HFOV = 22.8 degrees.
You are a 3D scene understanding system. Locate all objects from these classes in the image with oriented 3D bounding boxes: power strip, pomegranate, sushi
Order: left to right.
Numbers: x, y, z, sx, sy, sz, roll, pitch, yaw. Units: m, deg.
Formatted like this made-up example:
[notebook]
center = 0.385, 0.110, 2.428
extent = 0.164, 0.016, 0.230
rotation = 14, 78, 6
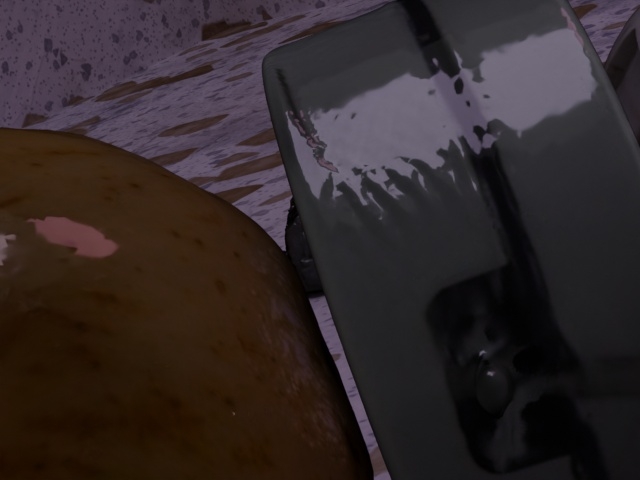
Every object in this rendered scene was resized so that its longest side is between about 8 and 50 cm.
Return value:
[pomegranate]
center = -0.172, 0.111, 0.744
extent = 0.410, 0.410, 0.410
rotation = -18, 15, 5
[sushi]
center = 0.001, -0.001, 1.560
extent = 0.098, 0.094, 0.084
rotation = -13, 18, 3
[power strip]
center = 0.097, 0.030, 0.843
extent = 0.161, 0.357, 0.357
rotation = -19, 15, 3

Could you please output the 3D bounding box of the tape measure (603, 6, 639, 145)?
[tape measure]
center = 0.342, -0.088, 1.199
extent = 0.265, 0.130, 0.258
rotation = 42, 46, 20
